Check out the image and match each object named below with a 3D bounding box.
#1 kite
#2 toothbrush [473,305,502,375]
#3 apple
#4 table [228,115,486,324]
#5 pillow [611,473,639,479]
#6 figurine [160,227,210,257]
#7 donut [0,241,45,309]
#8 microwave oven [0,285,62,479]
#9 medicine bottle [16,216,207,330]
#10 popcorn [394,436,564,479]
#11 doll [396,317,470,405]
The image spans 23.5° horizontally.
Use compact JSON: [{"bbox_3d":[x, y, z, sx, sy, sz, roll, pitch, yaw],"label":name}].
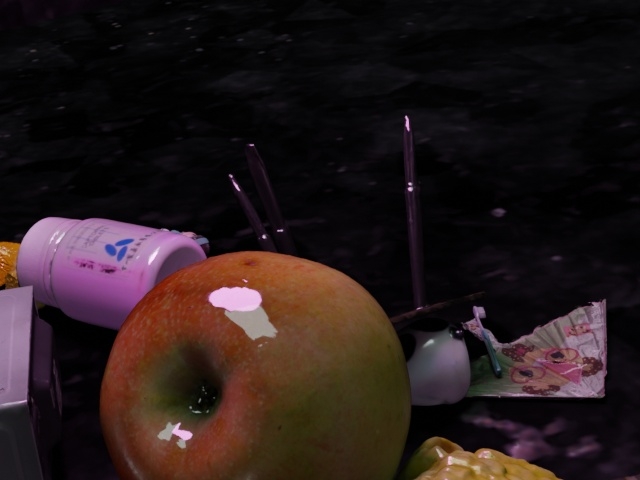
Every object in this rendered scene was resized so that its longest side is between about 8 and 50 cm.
[{"bbox_3d":[0.266,0.149,1.940,0.323,0.013,0.268,-24,30,-28],"label":"kite"},{"bbox_3d":[0.216,0.126,1.973,0.014,0.011,0.167,-4,27,-3],"label":"toothbrush"},{"bbox_3d":[-0.068,0.159,1.528,0.319,0.319,0.277,-1,-15,15],"label":"apple"},{"bbox_3d":[0.000,0.000,1.878,0.317,0.249,0.317,-16,-4,-1],"label":"table"},{"bbox_3d":[0.422,0.284,1.558,0.212,0.052,0.208,-11,29,-4],"label":"pillow"},{"bbox_3d":[-0.215,0.009,2.338,0.060,0.047,0.106,-18,23,-41],"label":"figurine"},{"bbox_3d":[-0.484,0.054,2.286,0.181,0.078,0.146,-3,28,7],"label":"donut"},{"bbox_3d":[-0.426,0.209,1.811,0.238,0.181,0.295,-8,25,-6],"label":"microwave oven"},{"bbox_3d":[-0.292,0.046,2.154,0.255,0.152,0.152,12,31,33],"label":"medicine bottle"},{"bbox_3d":[0.168,0.302,1.470,0.225,0.173,0.286,12,17,6],"label":"popcorn"},{"bbox_3d":[0.092,0.160,1.857,0.181,0.107,0.110,-21,49,-4],"label":"doll"}]
